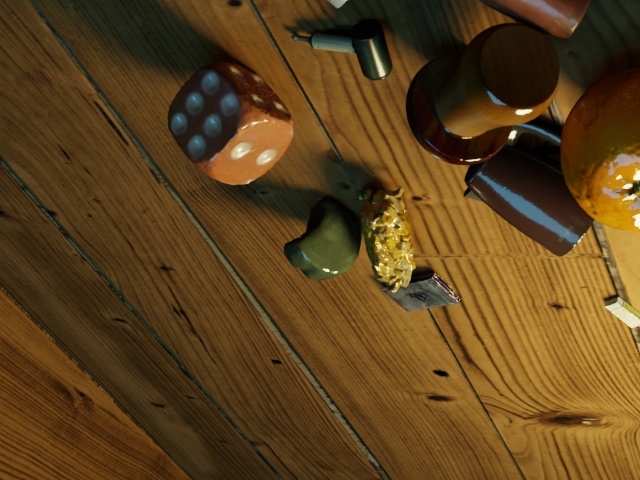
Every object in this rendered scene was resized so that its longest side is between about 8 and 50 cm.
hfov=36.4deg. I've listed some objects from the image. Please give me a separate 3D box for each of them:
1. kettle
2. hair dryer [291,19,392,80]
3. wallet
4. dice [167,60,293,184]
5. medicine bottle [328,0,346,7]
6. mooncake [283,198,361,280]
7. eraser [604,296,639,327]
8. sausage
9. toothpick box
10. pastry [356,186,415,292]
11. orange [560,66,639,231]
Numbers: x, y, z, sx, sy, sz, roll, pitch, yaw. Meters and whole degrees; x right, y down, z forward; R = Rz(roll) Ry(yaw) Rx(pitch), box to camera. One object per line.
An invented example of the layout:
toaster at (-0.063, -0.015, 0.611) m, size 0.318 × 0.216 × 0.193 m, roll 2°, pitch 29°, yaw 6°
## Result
kettle at (0.386, -0.105, 1.754) m, size 0.232 × 0.144 × 0.202 m, roll 32°, pitch 127°, yaw -4°
hair dryer at (0.032, -0.348, 1.737) m, size 0.197 × 0.057 × 0.100 m, roll 16°, pitch 146°, yaw 29°
wallet at (0.231, 0.120, 2.254) m, size 0.166 × 0.030 × 0.111 m, roll -13°, pitch 135°, yaw 46°
dice at (-0.170, -0.222, 1.852) m, size 0.174 × 0.175 × 0.179 m, roll 53°, pitch -162°, yaw 21°
medicine bottle at (0.011, -0.436, 1.611) m, size 0.091 × 0.058 × 0.058 m, roll 37°, pitch 145°, yaw -17°
mooncake at (0.000, 0.000, 2.117) m, size 0.104 × 0.175 × 0.168 m, roll -14°, pitch 92°, yaw 52°
eraser at (0.637, 0.150, 2.034) m, size 0.083 × 0.019 × 0.038 m, roll 37°, pitch 147°, yaw -16°
sausage at (0.276, -0.395, 1.445) m, size 0.259 × 0.113 × 0.113 m, roll 28°, pitch 147°, yaw -5°
toothpick box at (0.257, -0.232, 1.559) m, size 0.192 × 0.192 × 0.294 m, roll 32°, pitch 166°, yaw -9°
pastry at (0.140, -0.017, 2.043) m, size 0.102 × 0.154 × 0.250 m, roll -11°, pitch 133°, yaw 3°
orange at (0.506, -0.141, 1.523) m, size 0.261 × 0.261 × 0.261 m, roll 18°, pitch 146°, yaw 12°
